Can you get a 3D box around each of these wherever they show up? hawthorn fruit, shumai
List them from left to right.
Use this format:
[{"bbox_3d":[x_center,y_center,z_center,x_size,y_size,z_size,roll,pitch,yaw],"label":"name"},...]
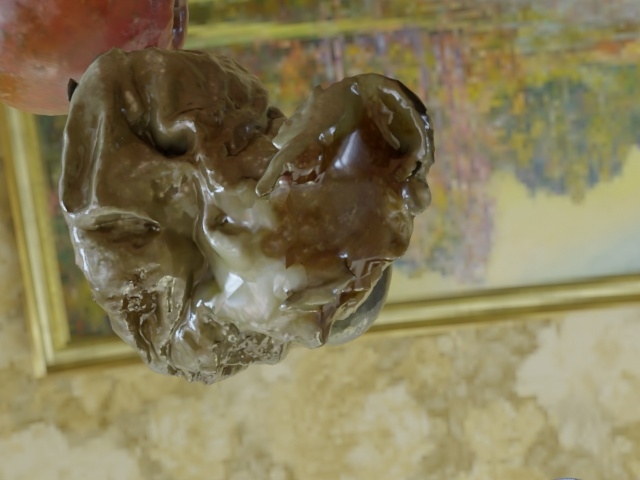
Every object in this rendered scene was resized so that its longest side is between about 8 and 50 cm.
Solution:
[{"bbox_3d":[-0.283,-0.280,1.820,0.284,0.284,0.284,-6,-164,2],"label":"hawthorn fruit"},{"bbox_3d":[-0.023,-0.023,1.281,0.262,0.314,0.267,-4,-125,23],"label":"shumai"}]

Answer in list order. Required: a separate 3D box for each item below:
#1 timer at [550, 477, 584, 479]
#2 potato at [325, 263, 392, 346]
[{"bbox_3d":[0.200,0.388,1.430,0.395,0.173,0.395,-32,-160,13],"label":"timer"},{"bbox_3d":[0.000,0.000,1.908,0.174,0.251,0.159,0,173,10],"label":"potato"}]
